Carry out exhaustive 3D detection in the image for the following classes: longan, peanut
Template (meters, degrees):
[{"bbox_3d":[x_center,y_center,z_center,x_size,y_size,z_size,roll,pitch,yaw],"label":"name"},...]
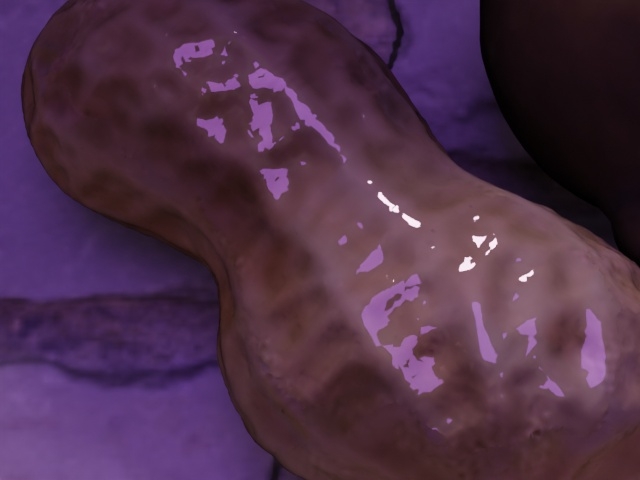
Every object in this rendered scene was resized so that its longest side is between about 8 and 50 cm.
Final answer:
[{"bbox_3d":[0.151,-0.075,0.446,0.185,0.159,0.204,17,69,-1],"label":"longan"},{"bbox_3d":[0.000,0.000,0.433,0.136,0.120,0.298,-38,69,-22],"label":"peanut"}]
